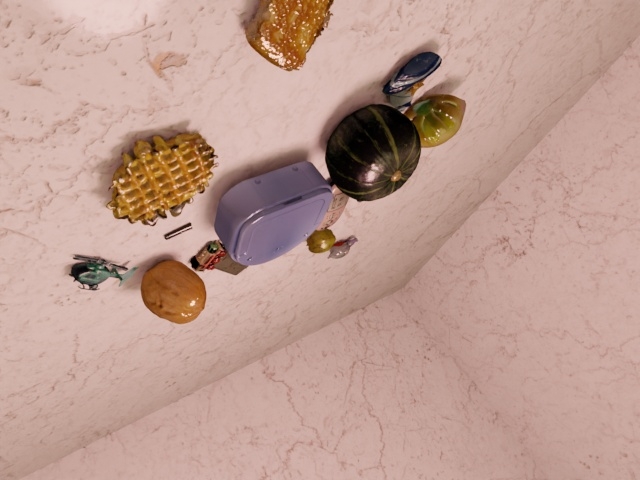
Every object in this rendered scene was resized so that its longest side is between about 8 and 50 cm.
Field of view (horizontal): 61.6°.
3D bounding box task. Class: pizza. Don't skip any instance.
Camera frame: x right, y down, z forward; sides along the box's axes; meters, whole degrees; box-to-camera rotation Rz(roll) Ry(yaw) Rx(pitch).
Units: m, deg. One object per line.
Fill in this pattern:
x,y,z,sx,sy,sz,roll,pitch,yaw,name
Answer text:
-0.039,-0.506,1.139,0.189,0.071,0.297,8,131,-46,pizza

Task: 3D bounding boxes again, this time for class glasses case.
0.043,-0.139,2.105,0.122,0.075,0.314,-28,159,-28,glasses case

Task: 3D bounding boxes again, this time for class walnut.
-0.474,0.170,1.752,0.195,0.222,0.195,-59,170,-17,walnut

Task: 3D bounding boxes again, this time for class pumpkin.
0.172,-0.276,1.731,0.323,0.241,0.323,-22,144,-18,pumpkin

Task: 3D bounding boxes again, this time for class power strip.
-0.339,0.086,2.052,0.092,0.034,0.268,-38,160,6,power strip

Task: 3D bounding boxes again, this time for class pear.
0.000,0.000,2.313,0.131,0.107,0.107,-22,159,-4,pear

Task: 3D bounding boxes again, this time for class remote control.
-0.438,-0.025,1.662,0.091,0.016,0.034,-28,164,-20,remote control

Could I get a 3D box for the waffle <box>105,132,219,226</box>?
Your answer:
-0.404,-0.150,1.362,0.329,0.062,0.329,-32,162,-12,waffle

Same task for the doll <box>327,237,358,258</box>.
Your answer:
0.104,0.041,2.633,0.227,0.075,0.102,-32,174,-47,doll

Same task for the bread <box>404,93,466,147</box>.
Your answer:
0.409,-0.425,1.932,0.261,0.156,0.158,-41,162,12,bread

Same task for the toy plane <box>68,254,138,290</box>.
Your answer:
-0.637,0.094,1.557,0.096,0.060,0.235,-52,154,7,toy plane

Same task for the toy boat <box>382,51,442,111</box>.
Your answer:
0.282,-0.496,1.745,0.221,0.067,0.291,-32,171,-10,toy boat

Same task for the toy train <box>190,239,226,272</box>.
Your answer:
-0.389,0.055,1.878,0.138,0.050,0.087,-47,152,23,toy train

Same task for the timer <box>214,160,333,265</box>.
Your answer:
-0.168,-0.077,1.753,0.395,0.173,0.395,-33,160,-13,timer
